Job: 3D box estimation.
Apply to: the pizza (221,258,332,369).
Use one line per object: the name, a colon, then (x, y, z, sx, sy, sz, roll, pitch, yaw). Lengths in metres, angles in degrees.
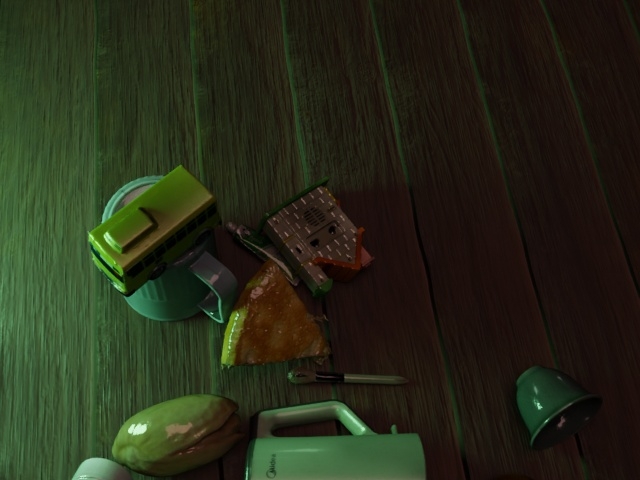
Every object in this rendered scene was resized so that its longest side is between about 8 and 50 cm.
pizza: (-0.094, 0.228, 1.753, 0.287, 0.075, 0.280, 36, 78, -27)

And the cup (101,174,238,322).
cup: (-0.360, 0.049, 1.722, 0.256, 0.311, 0.331, -18, 68, -13)

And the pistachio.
pistachio: (-0.319, 0.432, 1.630, 0.293, 0.181, 0.162, -17, 104, -10)

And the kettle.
kettle: (0.025, 0.503, 1.603, 0.376, 0.250, 0.361, 1, 44, -2)

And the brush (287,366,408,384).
brush: (0.069, 0.334, 1.776, 0.299, 0.042, 0.039, 3, 30, -5)

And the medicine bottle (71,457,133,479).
medicine bottle: (-0.489, 0.586, 1.496, 0.152, 0.152, 0.254, 15, 37, 2)

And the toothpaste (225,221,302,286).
toothpaste: (-0.142, 0.026, 1.903, 0.248, 0.047, 0.078, 34, 60, 9)

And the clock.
clock: (0.000, 0.000, 1.887, 0.220, 0.106, 0.255, -33, 79, -30)

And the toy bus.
toy bus: (-0.342, -0.022, 1.501, 0.262, 0.150, 0.128, -41, 73, -21)

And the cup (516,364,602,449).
cup: (0.543, 0.378, 1.741, 0.199, 0.199, 0.150, -21, 50, -15)

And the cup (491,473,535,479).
cup: (0.418, 0.608, 1.566, 0.226, 0.264, 0.182, -18, 75, -2)
